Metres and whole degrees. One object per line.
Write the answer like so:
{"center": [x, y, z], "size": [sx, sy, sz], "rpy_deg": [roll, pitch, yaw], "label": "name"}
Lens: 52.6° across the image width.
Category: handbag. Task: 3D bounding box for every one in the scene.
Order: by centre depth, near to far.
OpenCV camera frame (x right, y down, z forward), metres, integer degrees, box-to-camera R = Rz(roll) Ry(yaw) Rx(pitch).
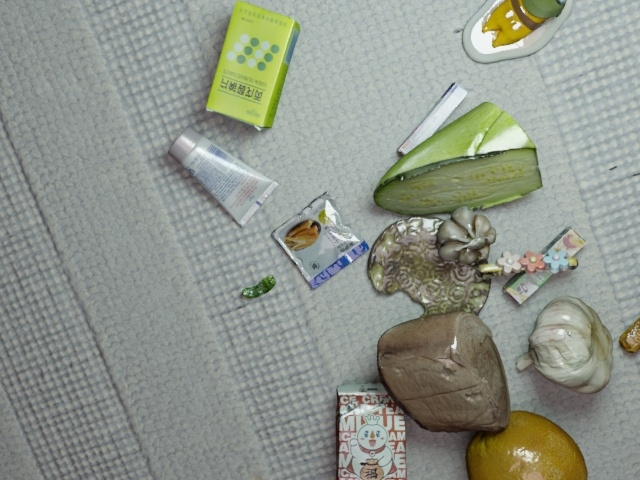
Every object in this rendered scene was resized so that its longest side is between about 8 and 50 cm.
{"center": [0.119, 0.479, 1.530], "size": [0.171, 0.151, 0.298], "rpy_deg": [2, 90, 0], "label": "handbag"}

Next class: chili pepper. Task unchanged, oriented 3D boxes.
{"center": [-0.144, 0.113, 1.556], "size": [0.091, 0.034, 0.030], "rpy_deg": [-27, 62, 10], "label": "chili pepper"}

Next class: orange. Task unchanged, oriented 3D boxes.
{"center": [0.456, 0.510, 1.452], "size": [0.264, 0.264, 0.264], "rpy_deg": [1, 98, 6], "label": "orange"}

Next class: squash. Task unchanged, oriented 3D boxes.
{"center": [0.275, -0.128, 1.375], "size": [0.309, 0.233, 0.210], "rpy_deg": [-37, 61, 5], "label": "squash"}

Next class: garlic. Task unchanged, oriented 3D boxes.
{"center": [0.311, 0.001, 1.386], "size": [0.127, 0.194, 0.131], "rpy_deg": [26, 104, 6], "label": "garlic"}
{"center": [0.523, 0.241, 1.446], "size": [0.212, 0.219, 0.218], "rpy_deg": [-26, 96, 43], "label": "garlic"}

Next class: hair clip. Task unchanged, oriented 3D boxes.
{"center": [0.459, 0.051, 1.436], "size": [0.214, 0.056, 0.062], "rpy_deg": [-9, 55, 14], "label": "hair clip"}

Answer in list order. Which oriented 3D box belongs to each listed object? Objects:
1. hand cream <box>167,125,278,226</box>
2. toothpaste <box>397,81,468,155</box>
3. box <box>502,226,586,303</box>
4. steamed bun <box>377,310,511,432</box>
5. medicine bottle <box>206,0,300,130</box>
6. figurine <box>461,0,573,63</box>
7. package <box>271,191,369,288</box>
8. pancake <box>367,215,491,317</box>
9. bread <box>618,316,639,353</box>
{"center": [-0.231, -0.159, 1.504], "size": [0.248, 0.083, 0.133], "rpy_deg": [41, 101, -12], "label": "hand cream"}
{"center": [0.250, -0.266, 1.448], "size": [0.040, 0.047, 0.196], "rpy_deg": [39, 100, -4], "label": "toothpaste"}
{"center": [0.507, 0.057, 1.473], "size": [0.050, 0.041, 0.207], "rpy_deg": [44, 99, 0], "label": "box"}
{"center": [0.281, 0.276, 1.442], "size": [0.252, 0.199, 0.301], "rpy_deg": [-14, 121, 37], "label": "steamed bun"}
{"center": [-0.143, -0.379, 1.424], "size": [0.137, 0.141, 0.250], "rpy_deg": [18, 100, 0], "label": "medicine bottle"}
{"center": [0.423, -0.471, 1.353], "size": [0.250, 0.141, 0.166], "rpy_deg": [-38, 95, 10], "label": "figurine"}
{"center": [0.000, 0.000, 1.522], "size": [0.171, 0.027, 0.173], "rpy_deg": [-37, 90, 10], "label": "package"}
{"center": [0.251, 0.086, 1.509], "size": [0.288, 0.033, 0.286], "rpy_deg": [5, 100, 5], "label": "pancake"}
{"center": [0.742, 0.191, 1.468], "size": [0.052, 0.044, 0.157], "rpy_deg": [40, 100, 2], "label": "bread"}
